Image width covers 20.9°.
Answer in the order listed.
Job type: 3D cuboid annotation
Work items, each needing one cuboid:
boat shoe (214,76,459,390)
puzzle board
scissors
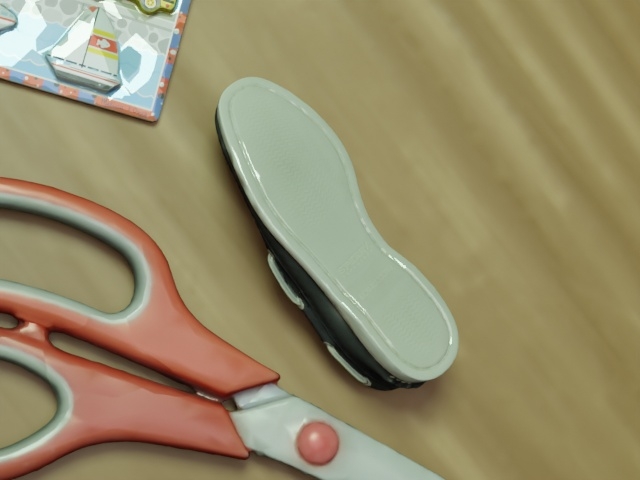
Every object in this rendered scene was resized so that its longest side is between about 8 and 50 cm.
[{"bbox_3d":[0.000,0.000,0.617,0.046,0.038,0.125,-42,96,-33],"label":"boat shoe"},{"bbox_3d":[-0.107,-0.105,0.616,0.128,0.011,0.096,16,80,-11],"label":"puzzle board"},{"bbox_3d":[-0.015,0.055,0.615,0.297,0.021,0.109,13,79,-10],"label":"scissors"}]
